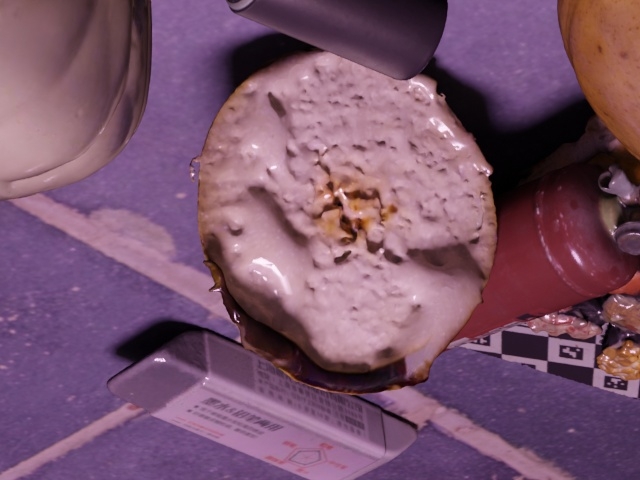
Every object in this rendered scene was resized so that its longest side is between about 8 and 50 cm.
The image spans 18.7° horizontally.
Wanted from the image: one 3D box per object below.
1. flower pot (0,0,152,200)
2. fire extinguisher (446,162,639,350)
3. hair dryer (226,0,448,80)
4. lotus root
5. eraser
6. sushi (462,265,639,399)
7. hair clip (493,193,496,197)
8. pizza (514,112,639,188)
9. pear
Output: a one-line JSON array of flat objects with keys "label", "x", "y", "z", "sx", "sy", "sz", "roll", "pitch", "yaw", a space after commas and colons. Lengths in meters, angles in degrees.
[{"label": "flower pot", "x": -0.166, "y": -0.198, "z": 1.150, "sx": 0.244, "sy": 0.307, "sz": 0.307, "roll": -29, "pitch": 141, "yaw": 6}, {"label": "fire extinguisher", "x": 0.175, "y": 0.021, "z": 1.530, "sx": 0.337, "sy": 0.106, "sz": 0.147, "roll": -22, "pitch": 135, "yaw": 39}, {"label": "hair dryer", "x": 0.037, "y": -0.229, "z": 1.302, "sx": 0.196, "sy": 0.078, "sz": 0.248, "roll": 19, "pitch": 131, "yaw": -30}, {"label": "lotus root", "x": 0.246, "y": -0.152, "z": 1.337, "sx": 0.183, "sy": 0.182, "sz": 0.310, "roll": -24, "pitch": 138, "yaw": 24}, {"label": "eraser", "x": -0.049, "y": 0.163, "z": 1.841, "sx": 0.089, "sy": 0.061, "sz": 0.352, "roll": -32, "pitch": 137, "yaw": 33}, {"label": "sushi", "x": 0.226, "y": 0.069, "z": 1.658, "sx": 0.192, "sy": 0.043, "sz": 0.279, "roll": 16, "pitch": 148, "yaw": -3}, {"label": "hair clip", "x": 0.083, "y": 0.013, "z": 1.671, "sx": 0.188, "sy": 0.033, "sz": 0.060, "roll": -28, "pitch": 139, "yaw": 29}, {"label": "pizza", "x": 0.255, "y": -0.024, "z": 1.609, "sx": 0.189, "sy": 0.071, "sz": 0.297, "roll": 9, "pitch": 148, "yaw": -26}, {"label": "pear", "x": 0.001, "y": -0.002, "z": 1.490, "sx": 0.267, "sy": 0.267, "sz": 0.178, "roll": 7, "pitch": 165, "yaw": -17}]
